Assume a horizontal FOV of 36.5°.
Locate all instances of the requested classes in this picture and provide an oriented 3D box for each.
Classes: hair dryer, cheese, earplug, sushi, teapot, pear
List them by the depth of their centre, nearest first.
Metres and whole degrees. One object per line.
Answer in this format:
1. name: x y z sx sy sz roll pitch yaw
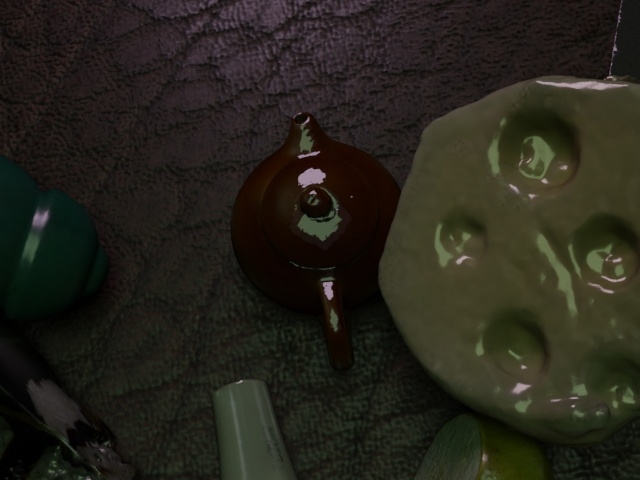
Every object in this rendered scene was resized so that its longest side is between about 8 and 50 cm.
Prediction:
1. cheese: 0.212 0.008 0.838 0.326 0.115 0.318 -32 69 24
2. hair dryer: -0.102 0.250 0.858 0.298 0.119 0.296 23 49 -24
3. pear: 0.154 0.228 0.879 0.104 0.141 0.141 30 76 -10
4. sushi: -0.264 0.208 0.916 0.109 0.134 0.273 -44 91 4
5. teapot: 0.000 0.000 0.945 0.178 0.135 0.252 -10 73 4
6. earplug: -0.344 -0.022 0.978 0.280 0.257 0.164 23 105 -10

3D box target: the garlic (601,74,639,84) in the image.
1. garlic: 0.324 -0.016 0.926 0.279 0.132 0.325 -33 75 16

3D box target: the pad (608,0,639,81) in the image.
1. pad: 0.422 -0.190 1.047 0.211 0.003 0.143 12 75 5
